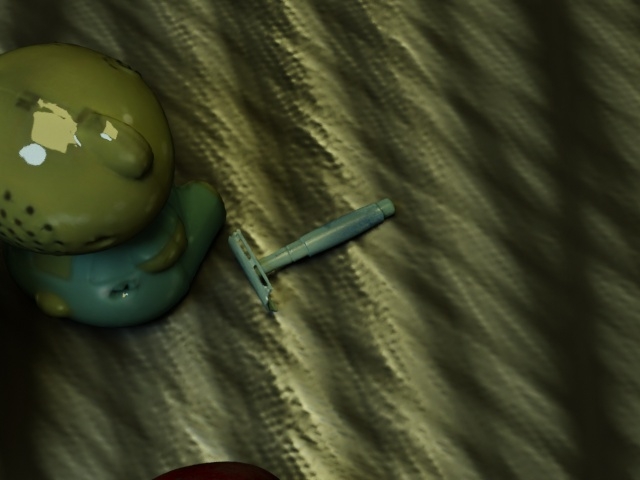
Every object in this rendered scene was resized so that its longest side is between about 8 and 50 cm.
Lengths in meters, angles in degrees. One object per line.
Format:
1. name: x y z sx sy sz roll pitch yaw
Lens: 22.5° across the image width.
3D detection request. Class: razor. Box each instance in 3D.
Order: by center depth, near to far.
1. razor: 0.000 0.000 1.305 0.135 0.040 0.068 -25 64 -14

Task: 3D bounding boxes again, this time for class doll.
1. doll: -0.185 -0.044 1.215 0.177 0.260 0.161 24 68 16

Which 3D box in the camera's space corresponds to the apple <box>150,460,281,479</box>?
1. apple: -0.072 0.263 1.083 0.234 0.234 0.234 -2 63 5
